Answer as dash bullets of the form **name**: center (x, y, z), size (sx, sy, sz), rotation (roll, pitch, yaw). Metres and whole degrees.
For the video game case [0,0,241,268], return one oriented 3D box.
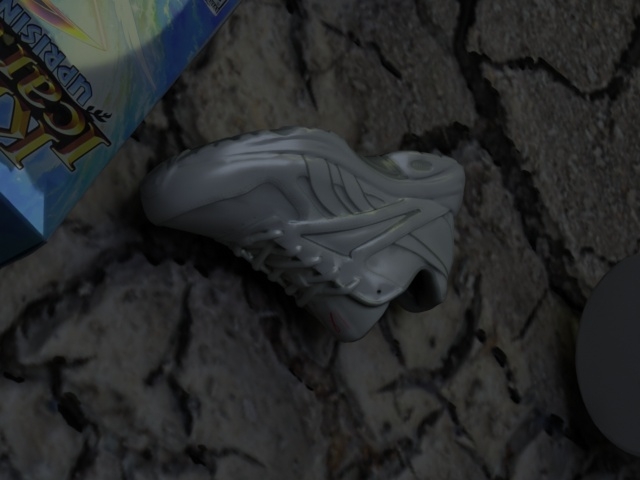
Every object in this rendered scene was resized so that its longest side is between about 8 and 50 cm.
- **video game case**: center (-0.186, -0.164, 0.974), size (0.269, 0.061, 0.244), rotation (47, 52, -18)

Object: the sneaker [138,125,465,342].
- **sneaker**: center (0.000, 0.000, 1.056), size (0.232, 0.090, 0.115), rotation (5, 75, -38)

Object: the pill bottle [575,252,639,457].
- **pill bottle**: center (0.318, 0.083, 1.243), size (0.283, 0.160, 0.160), rotation (5, 72, -39)
